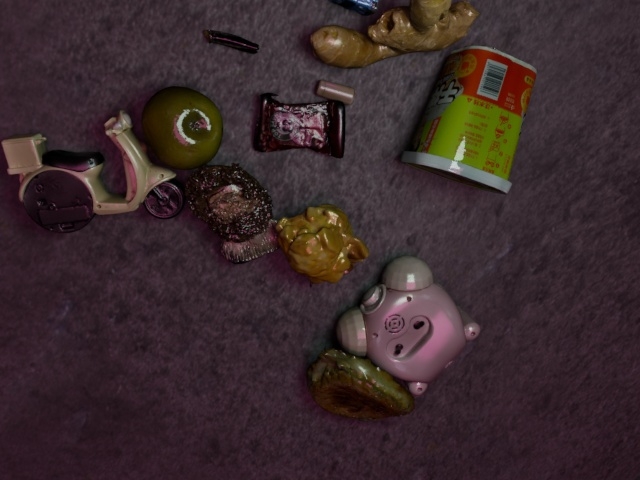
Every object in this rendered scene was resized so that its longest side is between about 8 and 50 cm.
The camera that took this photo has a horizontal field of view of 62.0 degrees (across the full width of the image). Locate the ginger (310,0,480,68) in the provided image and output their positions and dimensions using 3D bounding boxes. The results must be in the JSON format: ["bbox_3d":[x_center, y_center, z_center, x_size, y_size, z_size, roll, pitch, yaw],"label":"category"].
[{"bbox_3d":[0.196,-0.496,1.292,0.362,0.348,0.122,-21,82,36],"label":"ginger"}]

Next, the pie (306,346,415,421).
[{"bbox_3d":[0.110,0.433,1.533,0.354,0.103,0.288,35,142,-19],"label":"pie"}]

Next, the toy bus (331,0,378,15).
[{"bbox_3d":[0.095,-0.664,1.249,0.133,0.116,0.234,7,105,-15],"label":"toy bus"}]

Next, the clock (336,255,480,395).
[{"bbox_3d":[0.246,0.243,1.543,0.325,0.184,0.342,40,91,-15],"label":"clock"}]

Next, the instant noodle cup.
[{"bbox_3d":[0.387,-0.305,1.355,0.293,0.294,0.308,17,97,-16],"label":"instant noodle cup"}]

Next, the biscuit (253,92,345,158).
[{"bbox_3d":[-0.052,-0.294,1.364,0.235,0.063,0.152,3,106,-6],"label":"biscuit"}]

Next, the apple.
[{"bbox_3d":[-0.320,-0.266,1.256,0.196,0.156,0.197,-3,96,-32],"label":"apple"}]

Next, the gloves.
[{"bbox_3d":[-0.222,-0.078,1.359,0.210,0.135,0.313,-7,132,12],"label":"gloves"}]

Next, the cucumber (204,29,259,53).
[{"bbox_3d":[-0.215,-0.483,1.290,0.134,0.033,0.034,8,73,-15],"label":"cucumber"}]

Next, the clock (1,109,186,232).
[{"bbox_3d":[-0.537,-0.160,1.288,0.378,0.120,0.277,-12,113,-7],"label":"clock"}]

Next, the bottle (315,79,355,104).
[{"bbox_3d":[0.038,-0.381,1.364,0.096,0.045,0.045,14,104,-13],"label":"bottle"}]

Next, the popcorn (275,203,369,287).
[{"bbox_3d":[0.004,0.000,1.402,0.191,0.190,0.253,-30,134,16],"label":"popcorn"}]
